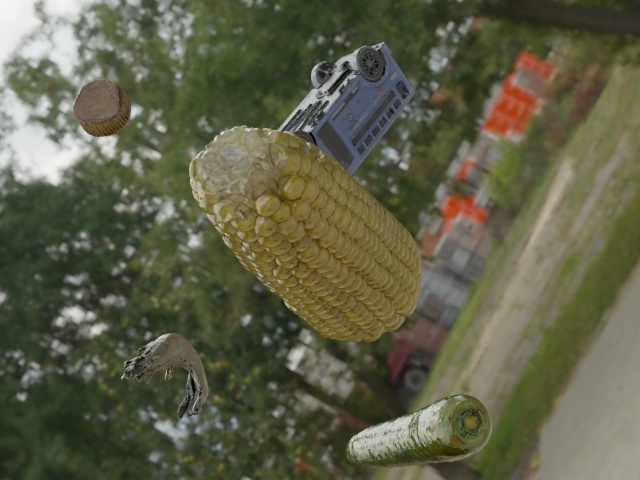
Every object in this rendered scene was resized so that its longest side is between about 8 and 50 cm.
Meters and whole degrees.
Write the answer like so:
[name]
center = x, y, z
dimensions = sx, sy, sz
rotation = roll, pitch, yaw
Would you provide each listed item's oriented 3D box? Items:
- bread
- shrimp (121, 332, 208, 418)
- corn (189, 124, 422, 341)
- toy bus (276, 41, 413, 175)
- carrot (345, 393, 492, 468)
[bread]
center = -0.317, -0.190, 1.759
dimensions = 0.085, 0.085, 0.053
rotation = -60, -22, -16
[shrimp]
center = -0.264, 0.241, 2.082
dimensions = 0.046, 0.152, 0.219
rotation = -27, -5, 25
[corn]
center = 0.000, 0.000, 1.045
dimensions = 0.130, 0.130, 0.347
rotation = -61, -30, -10
[toy bus]
center = 0.013, -0.165, 1.811
dimensions = 0.125, 0.133, 0.292
rotation = -10, 36, 52
[carrot]
center = 0.108, 0.248, 1.492
dimensions = 0.074, 0.074, 0.358
rotation = -59, 9, -24
